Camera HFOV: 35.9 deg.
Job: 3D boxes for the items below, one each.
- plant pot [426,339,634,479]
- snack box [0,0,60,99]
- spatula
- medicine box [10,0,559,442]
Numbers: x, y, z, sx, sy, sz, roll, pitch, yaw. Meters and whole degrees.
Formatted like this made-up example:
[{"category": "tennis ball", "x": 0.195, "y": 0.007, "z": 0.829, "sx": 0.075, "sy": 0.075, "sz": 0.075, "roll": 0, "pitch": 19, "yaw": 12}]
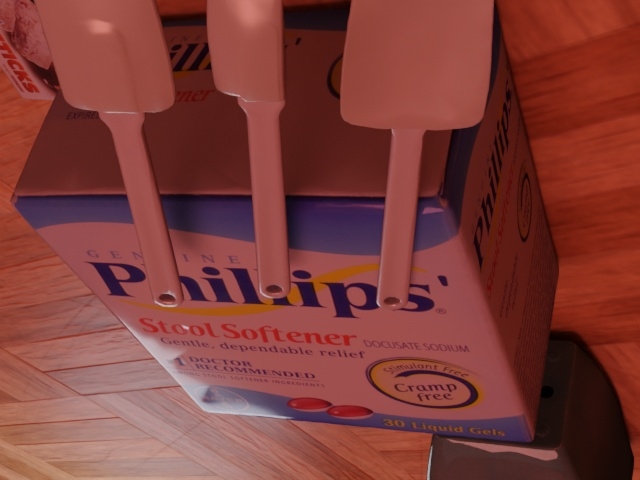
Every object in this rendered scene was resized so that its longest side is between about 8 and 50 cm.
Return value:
[{"category": "plant pot", "x": 0.182, "y": 0.196, "z": 0.888, "sx": 0.166, "sy": 0.165, "sz": 0.234, "roll": 1, "pitch": 139, "yaw": 23}, {"category": "snack box", "x": -0.194, "y": -0.152, "z": 0.612, "sx": 0.064, "sy": 0.022, "sz": 0.178, "roll": 6, "pitch": 149, "yaw": 18}, {"category": "spatula", "x": -0.020, "y": -0.029, "z": 0.429, "sx": 0.168, "sy": 0.019, "sz": 0.242, "roll": 1, "pitch": 145, "yaw": 1}, {"category": "medicine box", "x": 0.000, "y": 0.000, "z": 0.649, "sx": 0.263, "sy": 0.149, "sz": 0.289, "roll": 1, "pitch": 147, "yaw": 23}]
